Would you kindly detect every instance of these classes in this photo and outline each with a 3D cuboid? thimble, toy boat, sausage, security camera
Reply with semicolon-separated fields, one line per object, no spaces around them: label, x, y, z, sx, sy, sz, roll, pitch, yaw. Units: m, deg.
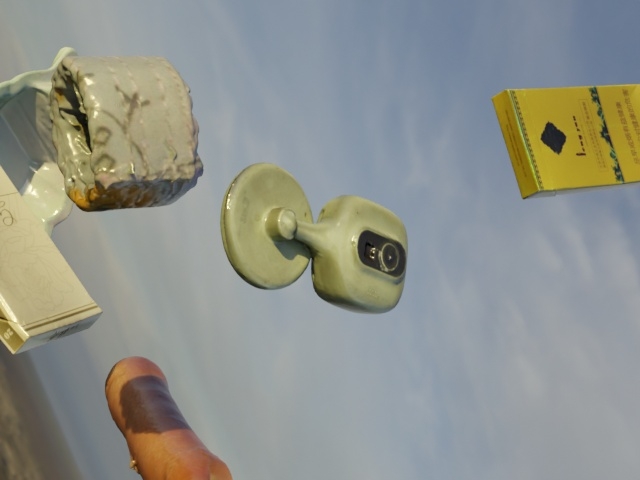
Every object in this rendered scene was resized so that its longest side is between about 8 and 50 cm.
thimble;-0.188;-0.105;1.160;0.127;0.118;0.151;-27;-107;57
toy boat;-0.351;-0.086;1.316;0.100;0.290;0.199;15;-37;30
sausage;-0.197;0.248;1.502;0.094;0.094;0.419;41;-3;-27
security camera;0.000;0.000;1.500;0.080;0.302;0.157;-6;-109;43

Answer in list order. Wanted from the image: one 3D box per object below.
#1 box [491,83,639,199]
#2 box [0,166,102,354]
box;0.377;-0.145;1.714;0.041;0.279;0.153;-28;-107;54
box;-0.276;0.000;1.015;0.198;0.029;0.109;54;23;7
